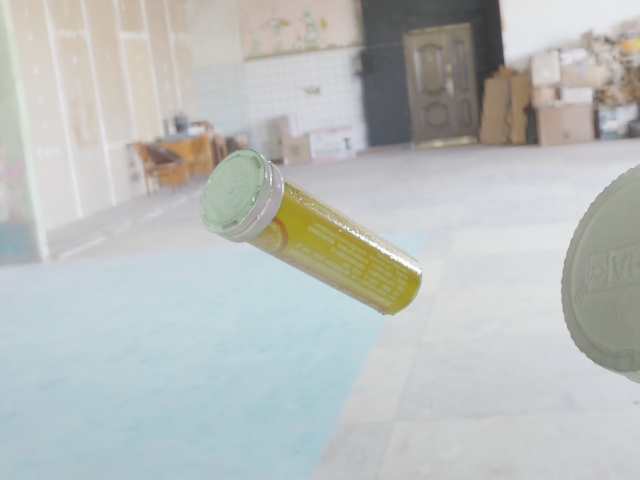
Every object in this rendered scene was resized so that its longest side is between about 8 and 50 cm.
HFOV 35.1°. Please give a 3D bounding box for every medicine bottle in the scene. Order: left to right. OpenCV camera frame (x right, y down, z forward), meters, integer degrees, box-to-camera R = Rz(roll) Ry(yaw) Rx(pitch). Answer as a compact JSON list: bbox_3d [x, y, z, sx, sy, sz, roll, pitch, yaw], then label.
[{"bbox_3d":[0.000,0.000,0.863,0.074,0.074,0.218,3,-19,46],"label":"medicine bottle"},{"bbox_3d":[0.200,0.035,0.427,0.188,0.088,0.132,19,-6,-27],"label":"medicine bottle"}]
